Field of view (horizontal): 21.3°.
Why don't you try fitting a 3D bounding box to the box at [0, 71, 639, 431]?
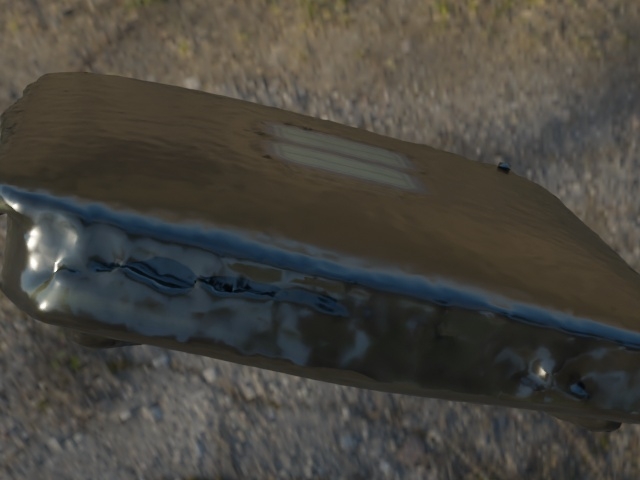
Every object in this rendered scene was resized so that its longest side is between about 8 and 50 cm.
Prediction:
[{"bbox_3d":[0.000,0.000,0.911,0.359,0.350,0.091,11,103,-10],"label":"box"}]
